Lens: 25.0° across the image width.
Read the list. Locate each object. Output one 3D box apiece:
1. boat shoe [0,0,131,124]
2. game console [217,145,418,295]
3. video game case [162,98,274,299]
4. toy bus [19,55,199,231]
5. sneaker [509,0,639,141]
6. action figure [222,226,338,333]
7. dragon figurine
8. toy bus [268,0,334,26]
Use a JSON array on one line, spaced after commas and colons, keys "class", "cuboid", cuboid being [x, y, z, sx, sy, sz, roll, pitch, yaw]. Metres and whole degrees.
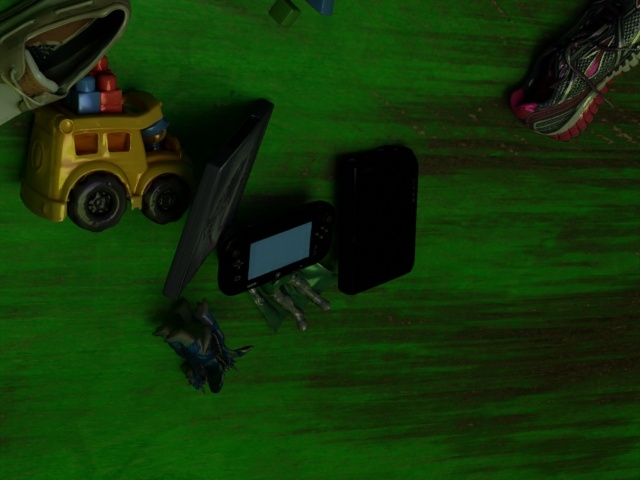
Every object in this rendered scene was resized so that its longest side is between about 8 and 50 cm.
[{"class": "boat shoe", "cuboid": [-0.359, -0.215, 1.748, 0.302, 0.103, 0.113, -42, 133, 3]}, {"class": "game console", "cuboid": [0.000, 0.000, 2.098, 0.361, 0.044, 0.213, -20, 123, -34]}, {"class": "video game case", "cuboid": [-0.132, -0.060, 1.914, 0.026, 0.274, 0.196, 22, 115, 2]}, {"class": "toy bus", "cuboid": [-0.266, -0.133, 1.855, 0.220, 0.149, 0.211, -5, 109, -30]}, {"class": "sneaker", "cuboid": [0.400, -0.282, 2.138, 0.112, 0.121, 0.299, 18, 112, -36]}, {"class": "action figure", "cuboid": [-0.075, 0.048, 2.141, 0.137, 0.063, 0.232, -43, 131, 4]}, {"class": "dragon figurine", "cuboid": [-0.154, 0.161, 2.081, 0.144, 0.289, 0.085, 45, 72, -15]}, {"class": "toy bus", "cuboid": [-0.034, -0.377, 1.818, 0.191, 0.202, 0.104, -64, 159, 13]}]
